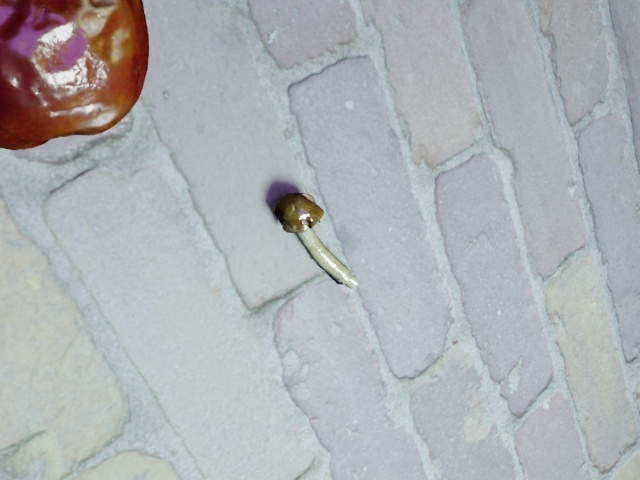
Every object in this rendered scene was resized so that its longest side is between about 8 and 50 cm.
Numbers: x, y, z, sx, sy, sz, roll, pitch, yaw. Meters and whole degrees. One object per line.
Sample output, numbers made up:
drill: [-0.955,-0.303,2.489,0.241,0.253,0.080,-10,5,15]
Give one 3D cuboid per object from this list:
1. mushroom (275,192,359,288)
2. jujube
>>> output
mushroom: [0.000,0.000,0.901,0.187,0.060,0.061,53,55,-36]
jujube: [-0.293,-0.245,0.584,0.223,0.223,0.318,-24,107,-27]
